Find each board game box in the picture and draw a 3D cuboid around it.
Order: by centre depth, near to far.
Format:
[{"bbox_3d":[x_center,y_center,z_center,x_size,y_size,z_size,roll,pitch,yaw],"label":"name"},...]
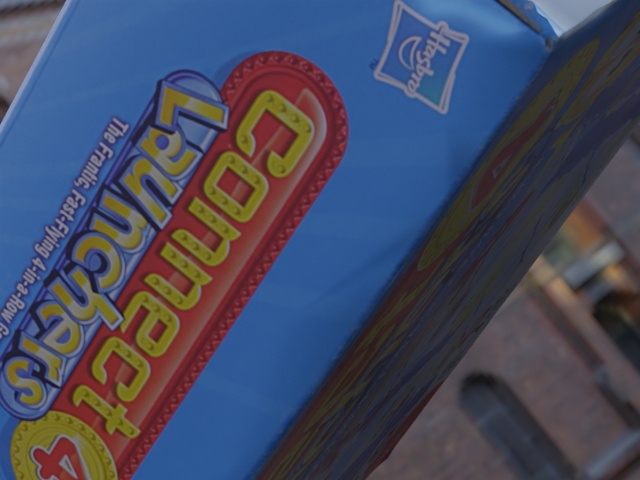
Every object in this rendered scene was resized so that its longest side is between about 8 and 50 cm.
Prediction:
[{"bbox_3d":[0.000,0.000,0.539,0.308,0.086,0.302,-56,-10,31],"label":"board game box"}]
